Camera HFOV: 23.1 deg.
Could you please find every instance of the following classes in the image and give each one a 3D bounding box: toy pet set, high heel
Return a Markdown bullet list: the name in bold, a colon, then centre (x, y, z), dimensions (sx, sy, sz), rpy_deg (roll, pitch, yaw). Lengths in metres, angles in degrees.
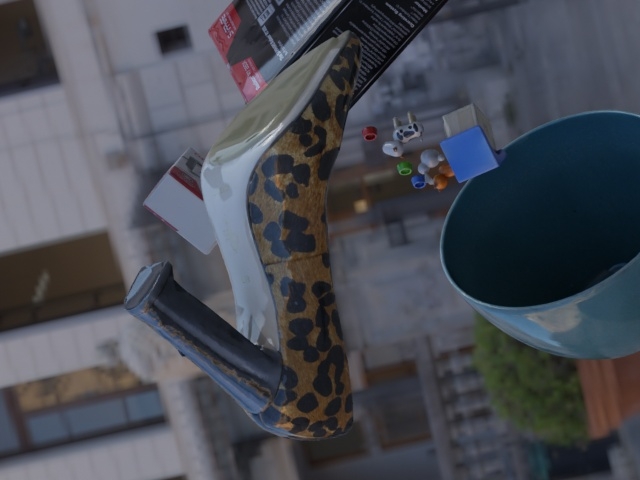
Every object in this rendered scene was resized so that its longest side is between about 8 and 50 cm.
- **toy pet set**: centre (0.117, -0.072, 1.488), dimensions (0.122, 0.114, 0.065), rpy_deg (37, -142, -51)
- **high heel**: centre (0.000, 0.000, 1.083), dimensions (0.186, 0.261, 0.093), rpy_deg (42, 159, -24)

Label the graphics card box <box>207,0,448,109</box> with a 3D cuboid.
- **graphics card box**: centre (0.053, -0.288, 1.580), dimensions (0.094, 0.371, 0.233), rpy_deg (35, -167, -27)

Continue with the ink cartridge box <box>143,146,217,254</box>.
- **ink cartridge box**: centre (-0.147, -0.050, 1.878), dimensions (0.099, 0.056, 0.135), rpy_deg (38, -164, -6)

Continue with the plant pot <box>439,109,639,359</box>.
- **plant pot**: centre (0.309, 0.022, 1.782), dimensions (0.195, 0.290, 0.290), rpy_deg (51, -161, -36)
